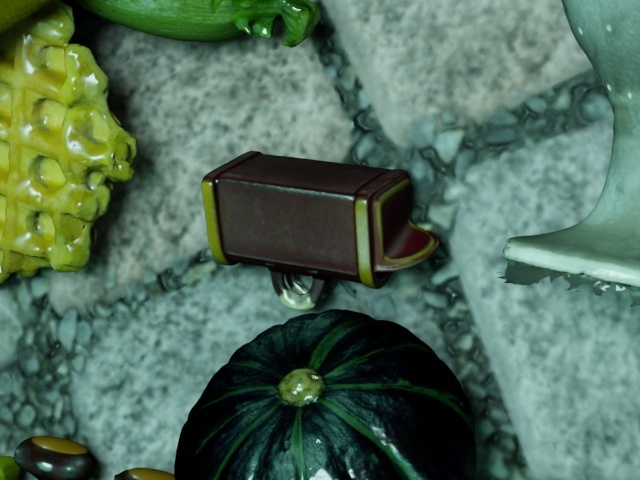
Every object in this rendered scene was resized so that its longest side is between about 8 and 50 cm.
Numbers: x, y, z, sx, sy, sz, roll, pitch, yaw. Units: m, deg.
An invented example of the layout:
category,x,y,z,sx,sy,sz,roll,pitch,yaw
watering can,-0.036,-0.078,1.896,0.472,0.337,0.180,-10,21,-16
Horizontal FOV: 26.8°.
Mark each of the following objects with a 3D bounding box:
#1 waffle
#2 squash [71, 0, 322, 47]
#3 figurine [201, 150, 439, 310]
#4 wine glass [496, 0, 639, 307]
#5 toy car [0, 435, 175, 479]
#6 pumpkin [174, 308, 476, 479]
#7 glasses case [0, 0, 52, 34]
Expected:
category,x,y,z,sx,sy,sz,roll,pitch,yaw
waffle,-0.256,-0.090,0.957,0.291,0.051,0.291,9,110,25
squash,-0.165,-0.217,0.938,0.378,0.101,0.101,26,98,18
figurine,0.001,0.000,0.887,0.154,0.082,0.098,10,106,20
wine glass,0.207,-0.138,0.748,0.190,0.190,0.357,12,92,20
toy car,-0.189,0.248,0.913,0.248,0.142,0.200,12,94,22
pumpkin,0.001,0.132,0.832,0.194,0.194,0.150,22,126,20
glasses case,-0.180,-0.246,0.803,0.371,0.173,0.141,-35,70,0
